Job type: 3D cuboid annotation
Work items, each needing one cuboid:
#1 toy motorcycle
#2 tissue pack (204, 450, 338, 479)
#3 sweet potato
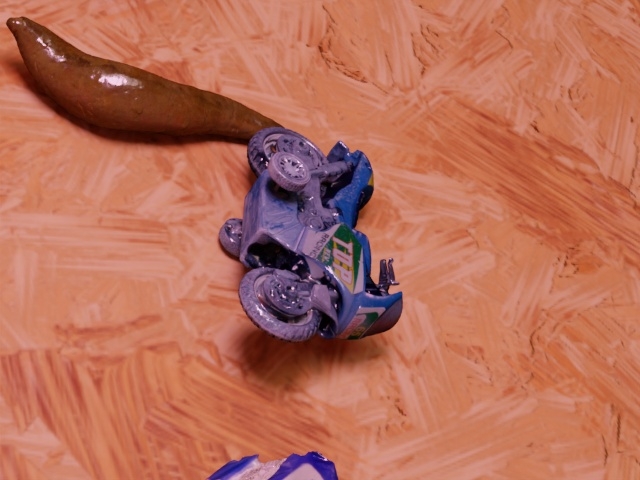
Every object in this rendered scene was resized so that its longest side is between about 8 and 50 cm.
[{"bbox_3d":[0.000,0.000,1.366,0.136,0.092,0.254,24,36,-18],"label":"toy motorcycle"},{"bbox_3d":[-0.083,0.271,1.028,0.270,0.137,0.209,-32,108,-40],"label":"tissue pack"},{"bbox_3d":[-0.141,-0.112,1.413,0.249,0.059,0.069,17,35,-18],"label":"sweet potato"}]
